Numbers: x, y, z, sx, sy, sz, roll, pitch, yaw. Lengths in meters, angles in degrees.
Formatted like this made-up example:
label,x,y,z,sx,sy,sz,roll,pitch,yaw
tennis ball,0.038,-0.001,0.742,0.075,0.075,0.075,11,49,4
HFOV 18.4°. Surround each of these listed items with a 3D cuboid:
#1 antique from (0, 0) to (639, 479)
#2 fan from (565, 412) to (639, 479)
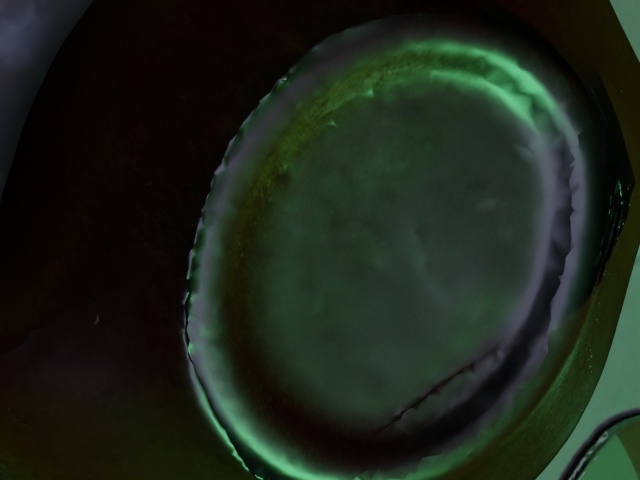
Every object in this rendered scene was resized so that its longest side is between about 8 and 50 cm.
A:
label,x,y,z,sx,sy,sz,roll,pitch,yaw
antique,0.000,0.000,0.650,0.278,0.129,0.224,-31,104,-22
fan,0.106,0.134,0.778,0.226,0.008,0.153,8,92,-27
